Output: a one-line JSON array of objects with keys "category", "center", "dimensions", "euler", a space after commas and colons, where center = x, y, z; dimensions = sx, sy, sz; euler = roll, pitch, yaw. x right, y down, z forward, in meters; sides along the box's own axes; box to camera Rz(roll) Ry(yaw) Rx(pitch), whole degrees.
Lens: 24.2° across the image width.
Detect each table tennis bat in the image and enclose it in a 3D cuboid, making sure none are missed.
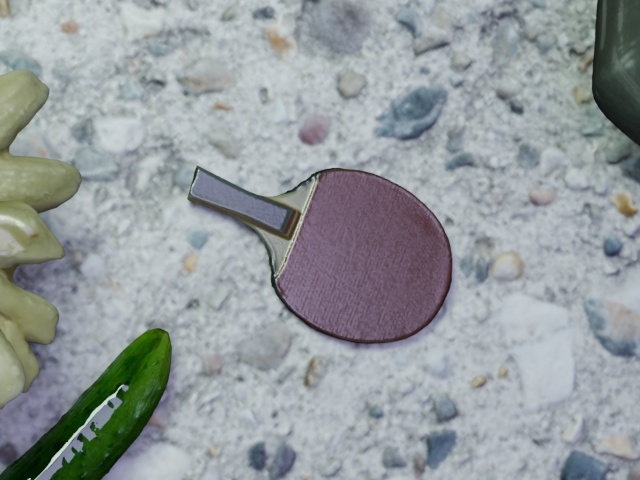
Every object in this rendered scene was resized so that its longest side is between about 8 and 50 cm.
[{"category": "table tennis bat", "center": [0.000, 0.000, 1.146], "dimensions": [0.220, 0.019, 0.130], "euler": [24, 77, -12]}]

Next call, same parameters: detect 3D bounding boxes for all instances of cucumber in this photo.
[{"category": "cucumber", "center": [-0.186, 0.162, 1.056], "dimensions": [0.056, 0.056, 0.250], "euler": [45, 72, -5]}]

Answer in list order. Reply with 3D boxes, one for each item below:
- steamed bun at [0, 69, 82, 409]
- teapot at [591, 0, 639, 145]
[{"category": "steamed bun", "center": [-0.297, -0.004, 0.968], "dimensions": [0.247, 0.189, 0.428], "euler": [13, 61, -48]}, {"category": "teapot", "center": [0.364, -0.264, 1.125], "dimensions": [0.376, 0.305, 0.362], "euler": [-16, 77, 21]}]
